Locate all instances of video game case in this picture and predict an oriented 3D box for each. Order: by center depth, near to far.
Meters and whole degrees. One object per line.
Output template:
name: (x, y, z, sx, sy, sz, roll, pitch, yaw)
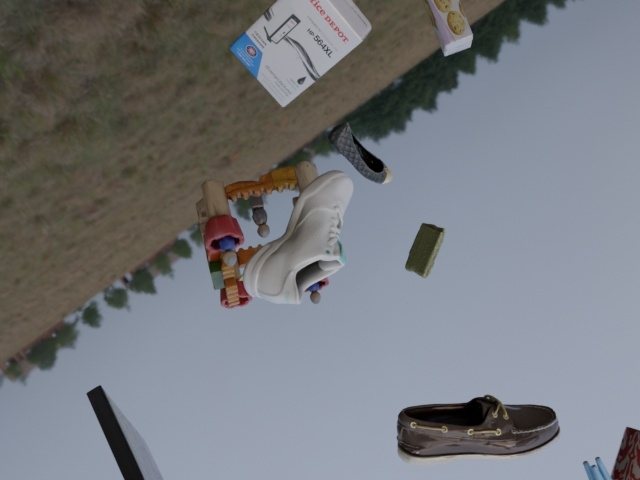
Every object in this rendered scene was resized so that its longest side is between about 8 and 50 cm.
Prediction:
video game case: (-0.360, 0.452, 1.321, 0.035, 0.248, 0.275, -30, -131, -15)

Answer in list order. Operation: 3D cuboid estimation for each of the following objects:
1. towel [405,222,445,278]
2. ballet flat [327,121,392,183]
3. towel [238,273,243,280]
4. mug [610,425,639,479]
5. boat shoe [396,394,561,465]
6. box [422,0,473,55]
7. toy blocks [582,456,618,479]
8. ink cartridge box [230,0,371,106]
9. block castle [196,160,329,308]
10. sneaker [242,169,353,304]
towel: (0.289, 0.026, 1.828, 0.110, 0.027, 0.148, 26, -84, 62)
ballet flat: (0.083, -0.159, 1.250, 0.049, 0.173, 0.057, -31, -137, 29)
towel: (-0.150, 0.070, 1.559, 0.083, 0.009, 0.060, -41, 154, 22)
mug: (0.519, 0.399, 1.100, 0.150, 0.113, 0.169, 3, -105, 66)
boat shoe: (0.307, 0.356, 1.282, 0.325, 0.096, 0.116, -6, -162, -3)
box: (0.247, -0.565, 1.454, 0.067, 0.323, 0.063, -19, 170, 5)
toy blocks: (0.360, 0.368, 0.849, 0.123, 0.148, 0.054, -28, -176, -36)
ink cartridge box: (-0.035, -0.361, 1.178, 0.203, 0.148, 0.086, -34, -163, 34)
block castle: (-0.127, 0.024, 1.616, 0.303, 0.212, 0.453, -11, 156, -8)
sneaker: (0.000, 0.000, 0.832, 0.094, 0.080, 0.212, 17, -123, 33)
